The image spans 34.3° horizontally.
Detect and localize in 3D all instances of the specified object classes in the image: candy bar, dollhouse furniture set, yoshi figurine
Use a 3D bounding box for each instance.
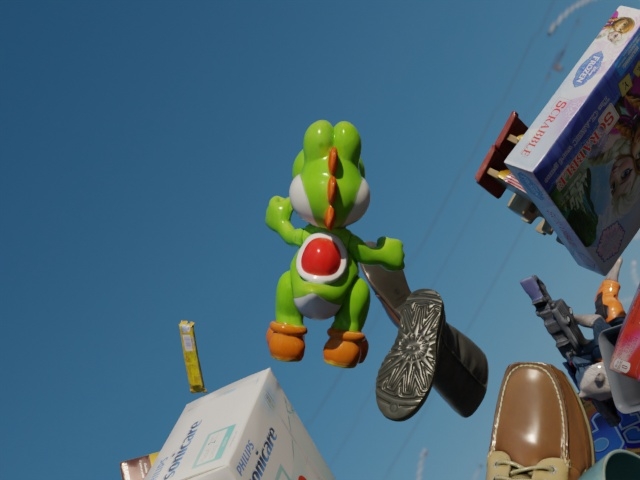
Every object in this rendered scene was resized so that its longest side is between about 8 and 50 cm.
[{"bbox_3d":[-0.266,0.243,2.156,0.018,0.040,0.162,-30,-66,-61],"label":"candy bar"},{"bbox_3d":[0.480,-0.090,2.038,0.374,0.201,0.152,28,-86,-54],"label":"dollhouse furniture set"},{"bbox_3d":[0.012,-0.004,1.575,0.203,0.203,0.362,-3,-77,-38],"label":"yoshi figurine"}]

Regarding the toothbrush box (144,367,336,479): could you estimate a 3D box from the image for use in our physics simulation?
[{"bbox_3d":[-0.057,0.327,1.150,0.126,0.296,0.216,-26,13,17],"label":"toothbrush box"}]

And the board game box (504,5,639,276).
[{"bbox_3d":[0.473,-0.152,1.682,0.319,0.066,0.318,-53,-47,-7],"label":"board game box"}]

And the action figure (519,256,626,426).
[{"bbox_3d":[0.532,0.155,1.916,0.178,0.341,0.330,-22,24,44],"label":"action figure"}]

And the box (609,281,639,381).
[{"bbox_3d":[0.474,0.060,1.315,0.122,0.128,0.257,-35,-37,-63],"label":"box"}]

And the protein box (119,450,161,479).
[{"bbox_3d":[-0.217,0.450,1.762,0.201,0.136,0.200,-13,-34,-9],"label":"protein box"}]

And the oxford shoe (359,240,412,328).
[{"bbox_3d":[0.127,0.099,1.930,0.076,0.212,0.076,-22,-20,-26],"label":"oxford shoe"}]

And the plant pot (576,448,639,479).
[{"bbox_3d":[0.290,0.375,0.990,0.195,0.290,0.290,-41,-15,23],"label":"plant pot"}]

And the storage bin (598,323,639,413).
[{"bbox_3d":[0.510,0.200,1.646,0.091,0.135,0.098,-3,-16,-31],"label":"storage bin"}]

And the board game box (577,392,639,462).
[{"bbox_3d":[0.645,0.524,2.122,0.356,0.356,0.356,-32,-41,12],"label":"board game box"}]

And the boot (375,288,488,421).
[{"bbox_3d":[0.151,0.181,1.344,0.190,0.076,0.208,-65,-30,-24],"label":"boot"}]

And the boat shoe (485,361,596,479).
[{"bbox_3d":[0.239,0.297,1.159,0.120,0.122,0.324,29,-120,-62],"label":"boat shoe"}]
